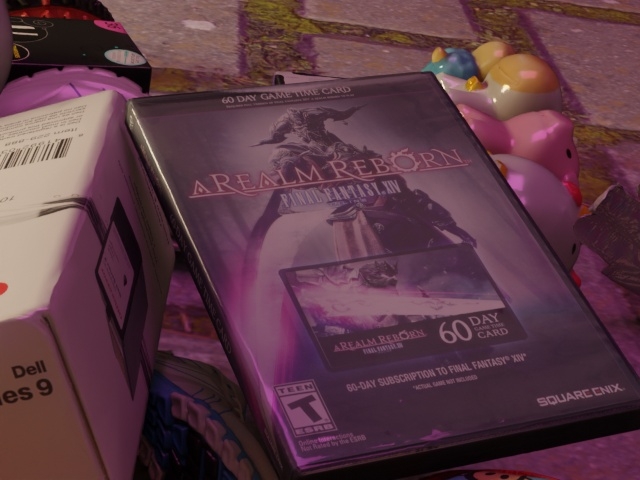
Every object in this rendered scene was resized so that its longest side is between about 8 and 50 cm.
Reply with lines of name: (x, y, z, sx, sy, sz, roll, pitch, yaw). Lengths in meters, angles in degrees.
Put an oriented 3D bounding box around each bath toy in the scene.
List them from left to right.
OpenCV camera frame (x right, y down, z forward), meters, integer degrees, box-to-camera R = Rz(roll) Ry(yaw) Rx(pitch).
bath toy: (0.150, -0.062, 1.244, 0.129, 0.151, 0.348, 41, 17, -18)

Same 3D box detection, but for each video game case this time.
video game case: (0.027, 0.007, 0.808, 0.196, 0.026, 0.274, -8, 47, -23)

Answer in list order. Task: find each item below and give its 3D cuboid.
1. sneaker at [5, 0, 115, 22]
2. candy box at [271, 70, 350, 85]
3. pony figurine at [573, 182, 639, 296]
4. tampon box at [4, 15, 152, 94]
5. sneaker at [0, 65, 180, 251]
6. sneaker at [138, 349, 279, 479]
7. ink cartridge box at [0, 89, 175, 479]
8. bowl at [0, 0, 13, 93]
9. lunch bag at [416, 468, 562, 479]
sneaker: (-0.317, -0.199, 1.388, 0.261, 0.104, 0.125, -5, 26, -31)
candy box: (0.000, 0.000, 0.988, 0.070, 0.165, 0.196, 5, 24, -9)
pony figurine: (0.407, 0.004, 1.070, 0.351, 0.303, 0.363, 36, 11, -23)
tampon box: (-0.232, -0.119, 1.241, 0.161, 0.101, 0.120, -1, 27, -22)
sneaker: (-0.130, -0.051, 1.129, 0.297, 0.111, 0.129, 6, 28, -6)
sneaker: (-0.065, 0.104, 0.857, 0.083, 0.071, 0.190, -3, 27, -39)
ink cartridge box: (-0.201, 0.043, 0.796, 0.211, 0.122, 0.289, -13, 24, 6)
bowl: (-0.318, -0.082, 1.020, 0.297, 0.134, 0.298, -29, 8, 4)
lunch bag: (0.100, 0.217, 0.597, 0.293, 0.120, 0.258, 24, 28, 30)
